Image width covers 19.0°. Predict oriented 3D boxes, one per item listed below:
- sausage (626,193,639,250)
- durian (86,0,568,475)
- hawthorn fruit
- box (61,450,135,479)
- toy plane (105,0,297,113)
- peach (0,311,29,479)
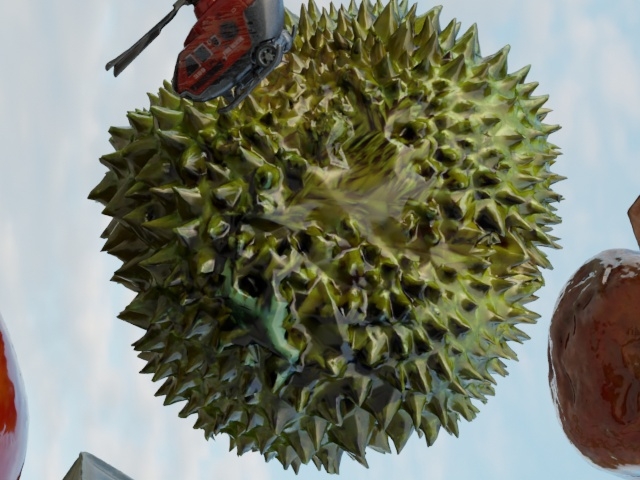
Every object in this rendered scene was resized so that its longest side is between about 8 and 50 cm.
[{"bbox_3d":[0.233,-0.029,1.111,0.065,0.169,0.065,9,-72,27],"label":"sausage"},{"bbox_3d":[-0.002,0.001,1.077,0.224,0.291,0.291,-51,152,-63],"label":"durian"},{"bbox_3d":[0.309,0.141,1.690,0.242,0.242,0.272,159,-62,-67],"label":"hawthorn fruit"},{"bbox_3d":[-0.140,0.273,1.296,0.155,0.149,0.231,-55,-168,8],"label":"box"},{"bbox_3d":[-0.035,-0.112,0.911,0.145,0.060,0.037,-43,-172,24],"label":"toy plane"},{"bbox_3d":[-0.281,0.104,0.969,0.281,0.238,0.281,-60,170,-17],"label":"peach"}]
